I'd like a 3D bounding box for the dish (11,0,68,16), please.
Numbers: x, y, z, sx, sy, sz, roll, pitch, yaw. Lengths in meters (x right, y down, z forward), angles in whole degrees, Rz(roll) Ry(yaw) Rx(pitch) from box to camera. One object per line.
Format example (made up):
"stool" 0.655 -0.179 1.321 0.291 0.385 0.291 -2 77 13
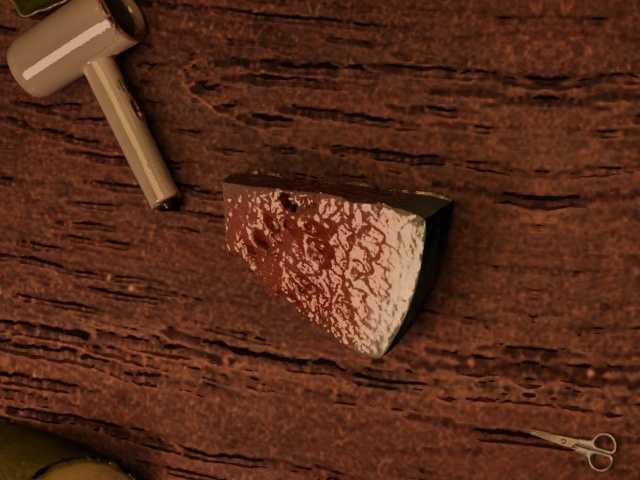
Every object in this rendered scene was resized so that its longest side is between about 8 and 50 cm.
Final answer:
"dish" -0.253 -0.276 1.850 0.137 0.039 0.091 -13 77 24

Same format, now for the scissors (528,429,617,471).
"scissors" 0.227 0.182 1.650 0.083 0.006 0.036 15 94 23

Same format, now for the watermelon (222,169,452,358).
"watermelon" 0.000 0.000 1.720 0.241 0.094 0.154 24 109 23

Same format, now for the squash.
"squash" -0.303 0.282 1.876 0.260 0.189 0.189 6 92 60

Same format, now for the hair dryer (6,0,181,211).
"hair dryer" -0.206 -0.126 1.824 0.131 0.073 0.236 -30 87 22
